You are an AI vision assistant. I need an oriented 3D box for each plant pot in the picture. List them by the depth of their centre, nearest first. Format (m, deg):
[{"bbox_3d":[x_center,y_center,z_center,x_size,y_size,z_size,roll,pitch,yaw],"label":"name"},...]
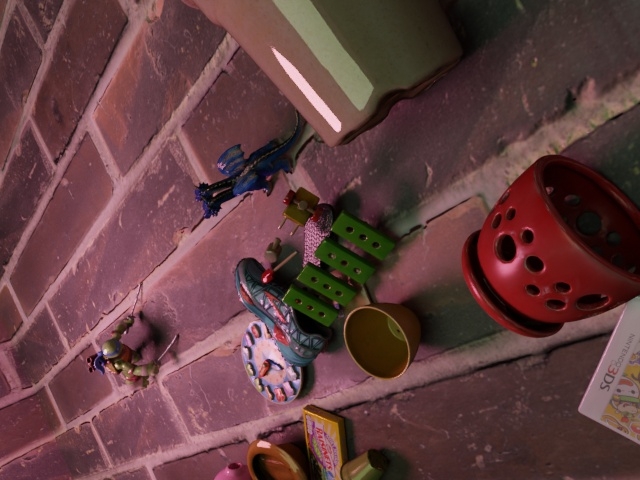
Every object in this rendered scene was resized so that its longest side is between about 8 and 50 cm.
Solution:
[{"bbox_3d":[0.286,0.016,0.645,0.191,0.191,0.174,53,135,14],"label":"plant pot"},{"bbox_3d":[0.020,-0.310,0.705,0.334,0.334,0.305,-31,95,43],"label":"plant pot"},{"bbox_3d":[0.123,0.162,0.901,0.134,0.095,0.134,16,115,37],"label":"plant pot"},{"bbox_3d":[0.096,0.473,1.053,0.083,0.083,0.079,46,118,20],"label":"plant pot"}]

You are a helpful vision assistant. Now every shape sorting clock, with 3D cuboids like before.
[{"bbox_3d":[-0.119,0.284,1.194,0.206,0.040,0.206,15,114,37],"label":"shape sorting clock"}]

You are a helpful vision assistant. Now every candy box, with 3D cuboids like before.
[{"bbox_3d":[0.015,0.479,1.154,0.105,0.027,0.205,5,108,38],"label":"candy box"}]

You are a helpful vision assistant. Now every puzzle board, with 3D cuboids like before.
[{"bbox_3d":[0.041,0.104,1.011,0.128,0.011,0.096,-22,91,44],"label":"puzzle board"}]

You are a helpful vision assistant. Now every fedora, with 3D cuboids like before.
[{"bbox_3d":[-0.089,0.547,1.234,0.195,0.079,0.194,13,112,33],"label":"fedora"}]

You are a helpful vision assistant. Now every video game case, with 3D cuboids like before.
[{"bbox_3d":[0.478,0.197,0.648,0.227,0.026,0.206,26,121,33],"label":"video game case"}]

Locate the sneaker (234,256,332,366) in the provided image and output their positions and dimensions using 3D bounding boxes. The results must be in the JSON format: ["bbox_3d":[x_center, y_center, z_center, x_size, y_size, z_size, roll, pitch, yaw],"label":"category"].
[{"bbox_3d":[-0.070,0.128,1.074,0.125,0.104,0.261,-41,85,31],"label":"sneaker"}]

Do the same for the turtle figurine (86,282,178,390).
[{"bbox_3d":[-0.543,0.330,1.544,0.198,0.274,0.266,28,146,5],"label":"turtle figurine"}]

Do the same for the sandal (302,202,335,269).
[{"bbox_3d":[0.000,0.000,0.995,0.067,0.040,0.179,35,133,31],"label":"sandal"}]

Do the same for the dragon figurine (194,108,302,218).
[{"bbox_3d":[-0.139,-0.137,0.994,0.289,0.144,0.085,-37,80,42],"label":"dragon figurine"}]

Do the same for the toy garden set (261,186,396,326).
[{"bbox_3d":[-0.009,0.026,0.946,0.204,0.049,0.244,30,125,-7],"label":"toy garden set"}]

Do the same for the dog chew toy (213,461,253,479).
[{"bbox_3d":[-0.213,0.745,1.338,0.207,0.207,0.331,2,99,41],"label":"dog chew toy"}]
